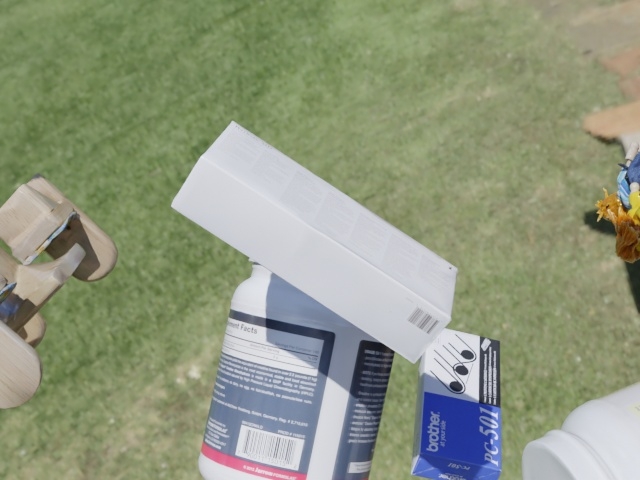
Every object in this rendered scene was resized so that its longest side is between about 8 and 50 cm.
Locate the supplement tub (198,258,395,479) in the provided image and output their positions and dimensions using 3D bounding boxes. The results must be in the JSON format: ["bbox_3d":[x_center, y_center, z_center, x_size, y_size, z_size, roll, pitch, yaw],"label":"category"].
[{"bbox_3d":[-0.019,0.150,1.158,0.191,0.191,0.272,9,86,47],"label":"supplement tub"}]

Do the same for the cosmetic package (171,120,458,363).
[{"bbox_3d":[0.000,0.000,0.877,0.060,0.239,0.099,-55,4,27],"label":"cosmetic package"}]

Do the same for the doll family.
[{"bbox_3d":[0.422,-0.065,1.332,0.118,0.163,0.263,16,41,-13],"label":"doll family"}]

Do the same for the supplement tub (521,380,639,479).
[{"bbox_3d":[0.426,0.272,1.216,0.325,0.235,0.235,-18,26,-13],"label":"supplement tub"}]

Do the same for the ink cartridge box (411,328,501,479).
[{"bbox_3d":[0.166,0.197,1.255,0.097,0.046,0.207,13,41,-1],"label":"ink cartridge box"}]

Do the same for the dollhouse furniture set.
[{"bbox_3d":[-0.372,0.180,1.112,0.394,0.256,0.362,-44,12,11],"label":"dollhouse furniture set"}]
